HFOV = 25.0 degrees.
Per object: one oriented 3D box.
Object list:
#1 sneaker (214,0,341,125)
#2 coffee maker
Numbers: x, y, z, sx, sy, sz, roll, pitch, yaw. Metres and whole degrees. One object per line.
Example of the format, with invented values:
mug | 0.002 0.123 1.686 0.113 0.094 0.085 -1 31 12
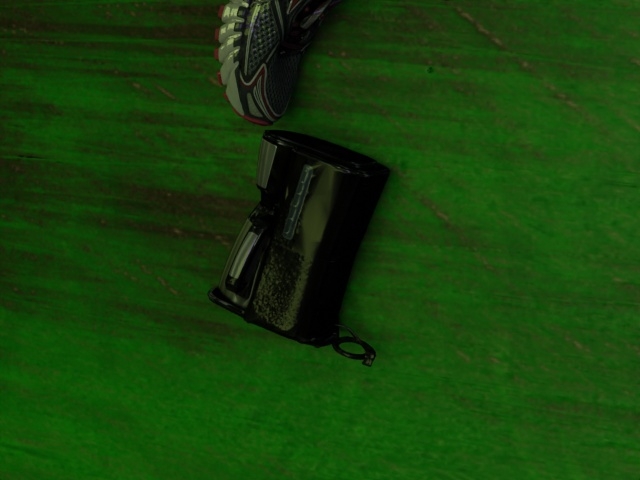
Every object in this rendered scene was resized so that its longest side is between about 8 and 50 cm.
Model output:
sneaker | -0.010 -0.247 1.351 0.112 0.121 0.299 24 103 18
coffee maker | 0.000 0.000 1.379 0.171 0.120 0.178 19 103 -3
